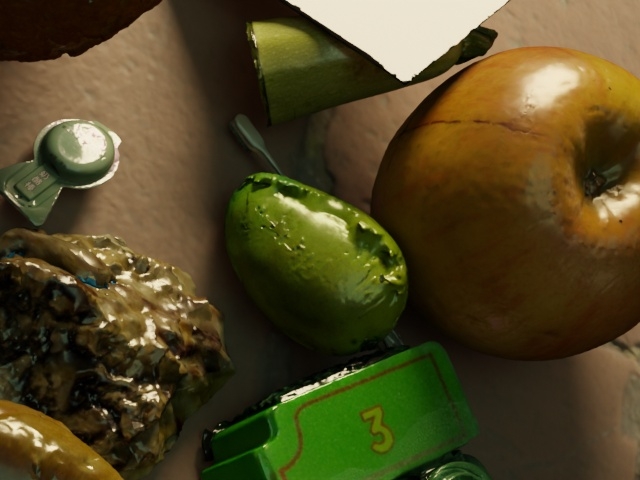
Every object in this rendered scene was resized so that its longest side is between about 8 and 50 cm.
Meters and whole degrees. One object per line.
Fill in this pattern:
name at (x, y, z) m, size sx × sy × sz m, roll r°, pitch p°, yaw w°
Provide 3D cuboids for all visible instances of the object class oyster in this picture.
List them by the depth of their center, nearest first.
oyster at (-0.168, 0.074, 1.044) m, size 0.223 × 0.083 × 0.214 m, roll -37°, pitch 98°, yaw -39°

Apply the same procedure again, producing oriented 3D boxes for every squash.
squash at (0.048, -0.162, 1.183) m, size 0.224 × 0.094 × 0.094 m, roll -10°, pitch 80°, yaw -8°

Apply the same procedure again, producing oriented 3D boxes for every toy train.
toy train at (0.027, 0.195, 1.093) m, size 0.243 × 0.132 × 0.188 m, roll -20°, pitch 82°, yaw -35°

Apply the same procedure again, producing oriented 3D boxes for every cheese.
cheese at (-0.204, -0.061, 1.079) m, size 0.067 × 0.026 × 0.121 m, roll 42°, pitch 48°, yaw 5°

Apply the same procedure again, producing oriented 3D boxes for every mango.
mango at (-0.007, 0.018, 1.132) m, size 0.178 × 0.100 × 0.119 m, roll 43°, pitch 83°, yaw 13°

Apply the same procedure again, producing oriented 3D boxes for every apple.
apple at (0.187, -0.035, 1.188) m, size 0.286 × 0.233 × 0.286 m, roll 8°, pitch 73°, yaw -28°

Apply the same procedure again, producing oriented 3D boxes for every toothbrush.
toothbrush at (0.000, 0.000, 1.191) m, size 0.022 × 0.026 × 0.263 m, roll -38°, pitch 96°, yaw -26°

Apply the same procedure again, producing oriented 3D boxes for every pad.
pad at (0.019, -0.262, 1.200) m, size 0.300 × 0.005 × 0.202 m, roll 36°, pitch 55°, yaw 20°

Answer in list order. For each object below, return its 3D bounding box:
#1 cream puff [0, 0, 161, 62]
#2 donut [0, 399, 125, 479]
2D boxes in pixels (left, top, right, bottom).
cream puff at (-0.221, -0.270, 1.023) m, size 0.303 × 0.212 × 0.303 m, roll -1°, pitch 66°, yaw 3°
donut at (-0.249, 0.272, 0.886) m, size 0.360 × 0.170 × 0.360 m, roll 6°, pitch 77°, yaw -24°
